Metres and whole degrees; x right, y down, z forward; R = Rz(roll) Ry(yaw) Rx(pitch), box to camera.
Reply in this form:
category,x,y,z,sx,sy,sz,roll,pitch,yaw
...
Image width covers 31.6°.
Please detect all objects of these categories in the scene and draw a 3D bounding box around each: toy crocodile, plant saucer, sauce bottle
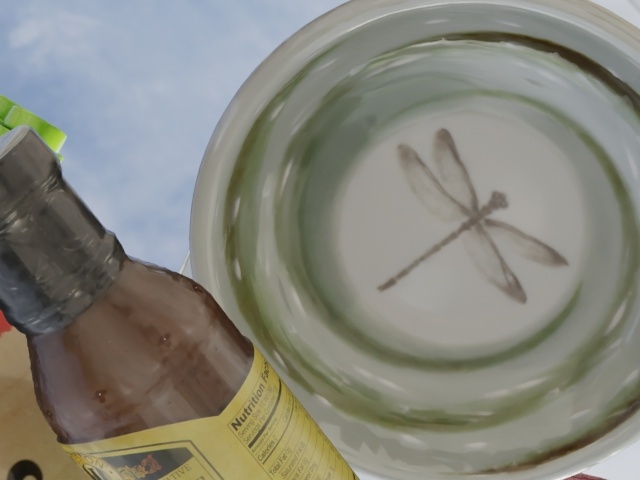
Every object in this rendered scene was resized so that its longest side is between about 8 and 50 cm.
category,x,y,z,sx,sy,sz,roll,pitch,yaw
toy crocodile,-0.356,-0.099,1.198,0.105,0.115,0.340,31,178,-32
plant saucer,0.105,-0.001,0.857,0.400,0.400,0.100,41,-162,-9
sauce bottle,-0.072,0.096,0.591,0.344,0.111,0.111,53,-152,-19

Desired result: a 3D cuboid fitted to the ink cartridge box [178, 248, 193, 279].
category,x,y,z,sx,sy,sz,roll,pitch,yaw
ink cartridge box,-0.023,0.087,1.433,0.306,0.226,0.131,34,-141,4

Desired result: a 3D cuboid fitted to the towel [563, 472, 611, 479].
category,x,y,z,sx,sy,sz,roll,pitch,yaw
towel,0.357,0.340,1.129,0.329,0.237,0.037,15,-132,2

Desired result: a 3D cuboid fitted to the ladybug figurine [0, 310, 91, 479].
category,x,y,z,sx,sy,sz,roll,pitch,yaw
ladybug figurine,-0.323,0.087,0.716,0.449,0.305,0.162,27,-175,21
